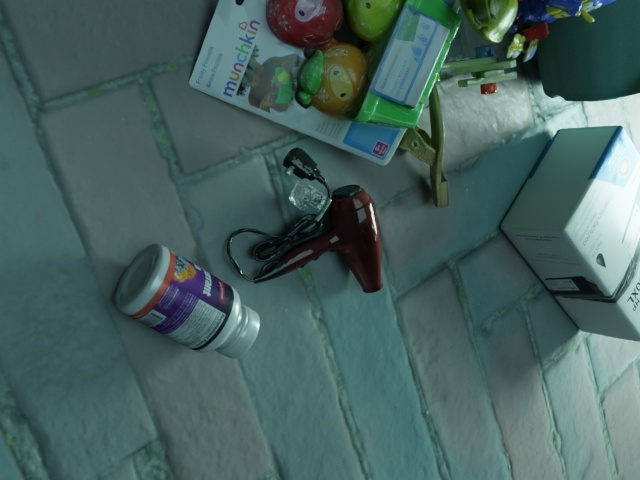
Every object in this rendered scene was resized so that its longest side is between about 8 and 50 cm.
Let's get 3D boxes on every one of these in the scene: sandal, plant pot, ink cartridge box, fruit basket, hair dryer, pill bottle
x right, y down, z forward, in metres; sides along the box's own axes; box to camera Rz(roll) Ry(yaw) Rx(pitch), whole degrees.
[{"bbox_3d":[0.181,-0.164,1.278,0.079,0.088,0.240,-11,118,2],"label":"sandal"},{"bbox_3d":[0.549,-0.468,1.382,0.341,0.341,0.334,-30,118,-30],"label":"plant pot"},{"bbox_3d":[0.608,-0.010,1.534,0.395,0.166,0.285,45,69,-29],"label":"ink cartridge box"},{"bbox_3d":[0.023,-0.318,1.075,0.353,0.165,0.327,19,100,-26],"label":"fruit basket"},{"bbox_3d":[0.000,0.000,1.180,0.294,0.080,0.223,31,91,-27],"label":"hair dryer"},{"bbox_3d":[-0.184,0.095,1.017,0.193,0.108,0.108,36,73,-32],"label":"pill bottle"}]

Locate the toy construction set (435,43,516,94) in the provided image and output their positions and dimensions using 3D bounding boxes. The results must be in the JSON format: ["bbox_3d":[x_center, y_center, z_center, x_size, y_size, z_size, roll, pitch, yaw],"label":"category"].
[{"bbox_3d":[0.222,-0.407,1.256,0.215,0.151,0.327,-18,93,-33],"label":"toy construction set"}]

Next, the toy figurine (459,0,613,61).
[{"bbox_3d":[0.371,-0.419,1.123,0.363,0.217,0.191,-15,91,-57],"label":"toy figurine"}]
